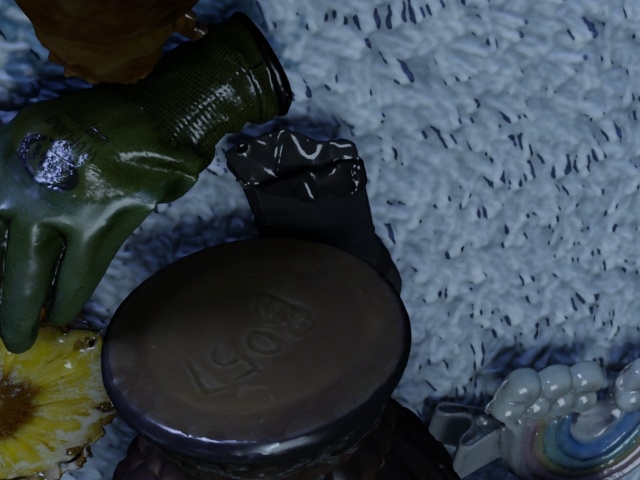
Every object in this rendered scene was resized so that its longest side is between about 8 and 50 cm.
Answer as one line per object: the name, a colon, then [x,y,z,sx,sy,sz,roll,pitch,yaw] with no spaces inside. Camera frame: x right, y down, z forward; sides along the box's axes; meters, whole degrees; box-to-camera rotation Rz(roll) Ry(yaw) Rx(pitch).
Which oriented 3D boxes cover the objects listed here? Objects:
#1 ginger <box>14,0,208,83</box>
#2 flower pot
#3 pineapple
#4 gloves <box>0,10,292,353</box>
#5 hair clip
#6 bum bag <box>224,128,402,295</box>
ginger: [-0.167,-0.203,0.937,0.274,0.152,0.357,-34,142,15]
flower pot: [-0.029,0.156,1.218,0.266,0.266,0.267,-11,129,-7]
pineapple: [-0.224,0.102,1.265,0.221,0.047,0.221,-9,134,-9]
gloves: [-0.138,-0.039,1.117,0.268,0.135,0.107,-42,128,1]
hair clip: [0.188,0.138,1.414,0.220,0.054,0.140,-5,129,-19]
bum bag: [0.000,0.000,1.237,0.087,0.049,0.197,-14,136,5]
